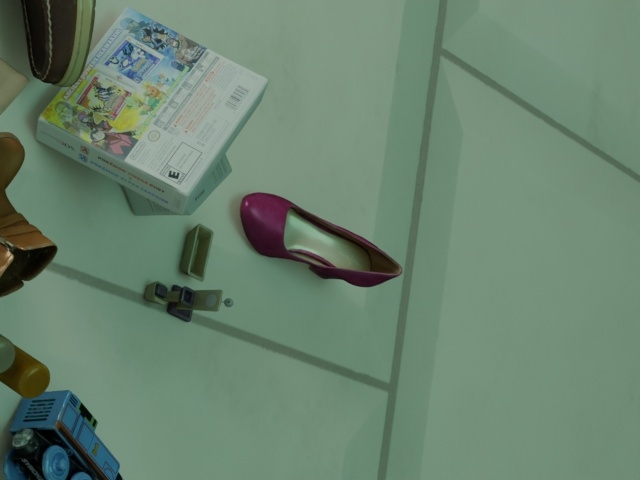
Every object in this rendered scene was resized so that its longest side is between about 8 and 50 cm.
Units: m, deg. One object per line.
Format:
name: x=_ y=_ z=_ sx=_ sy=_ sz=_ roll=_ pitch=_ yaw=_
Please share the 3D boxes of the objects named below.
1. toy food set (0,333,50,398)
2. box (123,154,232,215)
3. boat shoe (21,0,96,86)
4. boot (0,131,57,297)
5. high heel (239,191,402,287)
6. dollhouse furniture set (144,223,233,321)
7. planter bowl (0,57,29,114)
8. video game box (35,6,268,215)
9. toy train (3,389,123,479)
toy food set: x=-0.396 y=0.134 z=1.966 sx=0.232 sy=0.104 sz=0.111 roll=-26 pitch=126 yaw=-34
box: x=-0.174 y=-0.095 z=2.268 sx=0.102 sy=0.087 sz=0.101 roll=-50 pitch=129 yaw=-44
boat shoe: x=-0.315 y=-0.329 z=2.067 sx=0.123 sy=0.123 sz=0.342 roll=-8 pitch=103 yaw=-25
boot: x=-0.321 y=-0.021 z=1.978 sx=0.197 sy=0.152 sz=0.073 roll=-51 pitch=146 yaw=-31
high heel: x=0.000 y=0.000 z=2.492 sx=0.244 sy=0.117 sz=0.082 roll=41 pitch=57 yaw=-48
dollhouse furniture set: x=-0.141 y=0.031 z=2.319 sx=0.091 sy=0.081 sz=0.114 roll=32 pitch=64 yaw=-51
planter bowl: x=-0.381 y=-0.137 z=1.931 sx=0.109 sy=0.162 sz=0.162 roll=44 pitch=49 yaw=-11
video game box: x=-0.185 y=-0.146 z=2.183 sx=0.205 sy=0.187 sz=0.048 roll=-58 pitch=175 yaw=-38
toy train: x=-0.270 y=0.247 z=2.136 sx=0.184 sy=0.080 sz=0.105 roll=57 pitch=40 yaw=-38
